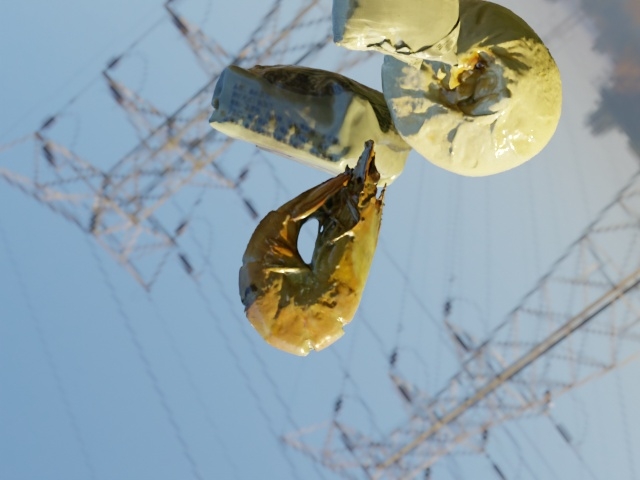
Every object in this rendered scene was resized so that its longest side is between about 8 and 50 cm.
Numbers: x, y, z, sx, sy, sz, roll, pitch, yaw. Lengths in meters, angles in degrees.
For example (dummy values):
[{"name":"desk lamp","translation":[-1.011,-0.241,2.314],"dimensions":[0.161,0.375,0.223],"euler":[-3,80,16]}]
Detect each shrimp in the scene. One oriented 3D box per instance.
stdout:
[{"name":"shrimp","translation":[0.000,0.000,1.563],"dimensions":[0.145,0.267,0.061],"euler":[28,170,-5]}]

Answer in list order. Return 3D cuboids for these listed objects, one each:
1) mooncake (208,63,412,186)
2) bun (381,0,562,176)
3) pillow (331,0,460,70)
[{"name":"mooncake","translation":[0.001,-0.167,1.918],"dimensions":[0.254,0.136,0.250],"euler":[20,-175,24]},{"name":"bun","translation":[0.180,-0.181,1.605],"dimensions":[0.222,0.222,0.127],"euler":[50,176,-4]},{"name":"pillow","translation":[0.078,-0.270,1.380],"dimensions":[0.134,0.181,0.078],"euler":[8,173,-28]}]
